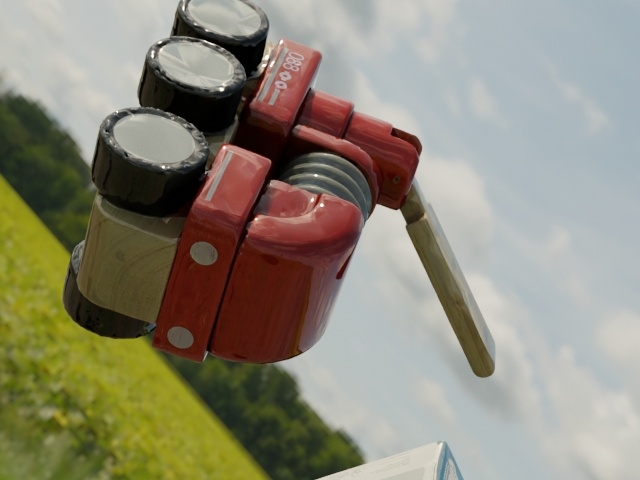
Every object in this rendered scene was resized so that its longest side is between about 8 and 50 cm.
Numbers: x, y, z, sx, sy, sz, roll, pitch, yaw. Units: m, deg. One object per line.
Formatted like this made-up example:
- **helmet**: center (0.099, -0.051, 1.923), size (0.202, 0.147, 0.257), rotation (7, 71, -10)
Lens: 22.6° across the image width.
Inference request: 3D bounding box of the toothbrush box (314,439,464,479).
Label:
- **toothbrush box**: center (0.060, 0.350, 1.366), size (0.126, 0.216, 0.296), rotation (-67, 135, -66)

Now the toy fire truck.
- **toy fire truck**: center (0.000, 0.000, 0.904), size (0.246, 0.158, 0.217), rotation (19, 36, 1)
